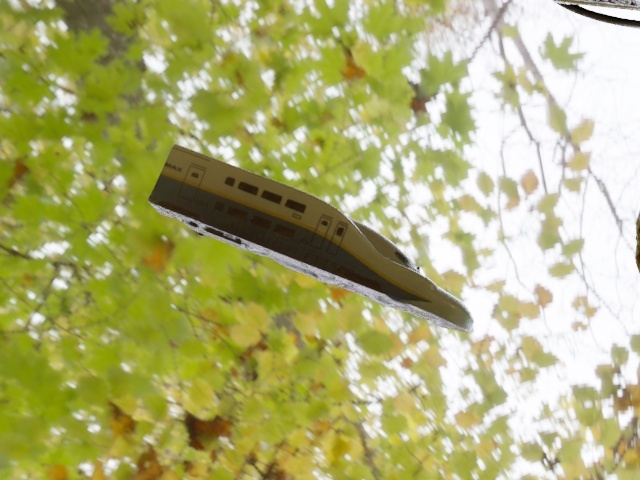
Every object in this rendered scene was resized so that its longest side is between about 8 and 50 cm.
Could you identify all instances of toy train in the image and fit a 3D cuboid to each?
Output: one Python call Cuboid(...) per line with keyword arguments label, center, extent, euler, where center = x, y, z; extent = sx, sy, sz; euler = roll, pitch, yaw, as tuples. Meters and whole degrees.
Cuboid(label="toy train", center=(0.000, 0.000, 0.886), extent=(0.234, 0.052, 0.051), euler=(21, -97, 12))

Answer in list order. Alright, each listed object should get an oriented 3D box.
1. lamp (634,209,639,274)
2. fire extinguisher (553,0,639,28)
Cuboid(label="lamp", center=(0.192, 0.003, 0.584), extent=(0.101, 0.090, 0.101), euler=(6, -68, 15))
Cuboid(label="fire extinguisher", center=(0.162, -0.138, 0.669), extent=(0.158, 0.064, 0.043), euler=(18, -128, 45))
